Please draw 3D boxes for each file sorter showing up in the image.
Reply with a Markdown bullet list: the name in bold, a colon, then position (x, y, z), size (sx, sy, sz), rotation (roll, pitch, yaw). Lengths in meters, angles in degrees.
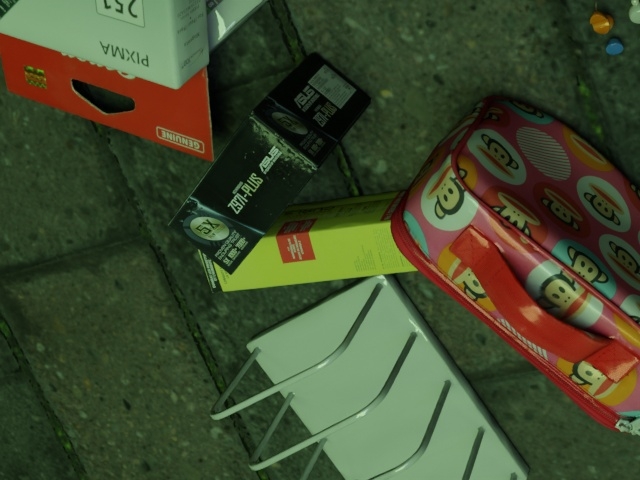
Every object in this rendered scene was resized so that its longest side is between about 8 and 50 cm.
- **file sorter**: position (0.048, 0.211, 1.226), size (0.193, 0.173, 0.277), rotation (-30, 101, 29)

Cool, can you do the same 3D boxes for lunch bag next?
- **lunch bag**: position (0.208, 0.021, 1.021), size (0.293, 0.258, 0.120), rotation (40, 121, -1)

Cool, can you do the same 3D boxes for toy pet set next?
- **toy pet set**: position (0.281, -0.230, 1.002), size (0.122, 0.065, 0.114), rotation (-14, 144, 29)

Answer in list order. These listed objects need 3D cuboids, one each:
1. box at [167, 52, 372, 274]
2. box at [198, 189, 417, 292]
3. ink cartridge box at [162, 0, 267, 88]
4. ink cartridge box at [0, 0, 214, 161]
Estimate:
- **box**: position (-0.044, -0.076, 1.114), size (0.077, 0.180, 0.147), rotation (39, 123, -2)
- **box**: position (0.000, 0.000, 1.191), size (0.232, 0.087, 0.058), rotation (-6, 112, 24)
- **ink cartridge box**: position (-0.128, -0.279, 1.122), size (0.225, 0.056, 0.181), rotation (-37, 99, 32)
- **ink cartridge box**: position (-0.234, -0.197, 1.144), size (0.275, 0.060, 0.238), rotation (20, 132, 22)
